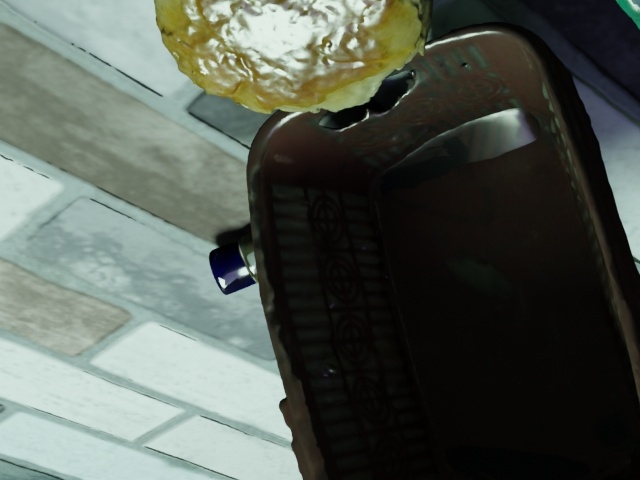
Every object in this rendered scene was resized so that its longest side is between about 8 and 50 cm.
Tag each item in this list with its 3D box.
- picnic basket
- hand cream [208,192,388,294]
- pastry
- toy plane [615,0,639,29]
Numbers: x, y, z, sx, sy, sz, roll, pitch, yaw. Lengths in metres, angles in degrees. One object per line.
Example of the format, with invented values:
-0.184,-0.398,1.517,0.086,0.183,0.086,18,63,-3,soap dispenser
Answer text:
0.087,0.042,0.632,0.223,0.296,0.129,-19,165,22,picnic basket
0.000,0.000,0.769,0.163,0.039,0.062,-17,139,8,hand cream
-0.016,-0.130,0.551,0.153,0.081,0.153,-2,141,-2,pastry
0.139,-0.166,0.466,0.106,0.155,0.381,-26,121,28,toy plane
